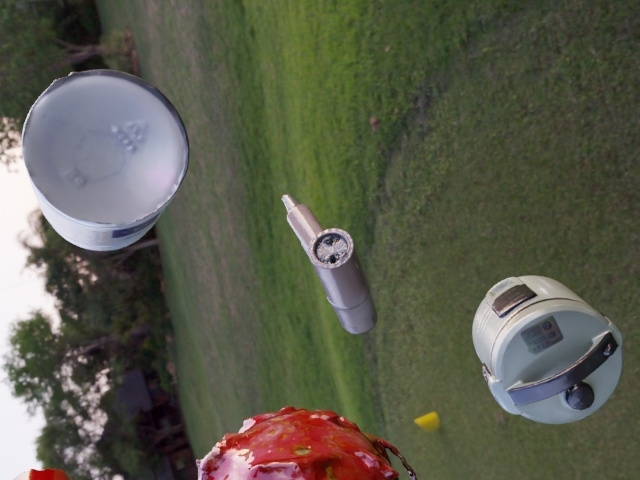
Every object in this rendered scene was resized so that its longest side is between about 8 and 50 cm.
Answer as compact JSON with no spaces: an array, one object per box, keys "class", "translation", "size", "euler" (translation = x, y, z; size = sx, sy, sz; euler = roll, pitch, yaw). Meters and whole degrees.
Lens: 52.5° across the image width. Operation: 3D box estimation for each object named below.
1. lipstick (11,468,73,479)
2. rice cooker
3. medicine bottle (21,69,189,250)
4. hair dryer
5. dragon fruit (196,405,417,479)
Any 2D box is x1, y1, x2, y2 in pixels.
[{"class":"lipstick","translation":[-0.170,0.236,0.389],"size":[0.279,0.073,0.073],"euler":[26,132,62]},{"class":"rice cooker","translation":[0.378,0.182,1.109],"size":[0.244,0.226,0.226],"euler":[-94,-9,-73]},{"class":"medicine bottle","translation":[-0.299,-0.091,0.900],"size":[0.332,0.190,0.190],"euler":[-17,91,69]},{"class":"hair dryer","translation":[-0.004,-0.008,0.819],"size":[0.220,0.053,0.195],"euler":[61,177,31]},{"class":"dragon fruit","translation":[-0.017,0.249,0.538],"size":[0.210,0.205,0.268],"euler":[42,-178,-16]}]
